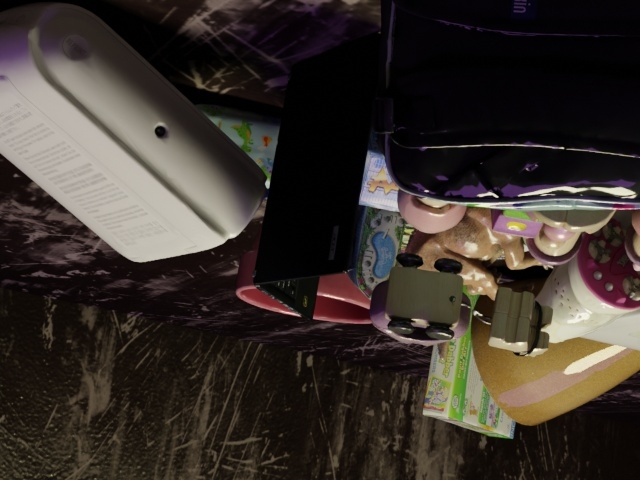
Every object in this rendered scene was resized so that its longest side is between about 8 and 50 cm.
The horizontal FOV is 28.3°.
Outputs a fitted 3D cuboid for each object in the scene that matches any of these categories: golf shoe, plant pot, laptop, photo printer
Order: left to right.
[{"bbox_3d":[-0.233,-0.112,1.308,0.307,0.107,0.256,42,154,-21],"label":"photo printer"},{"bbox_3d":[0.000,0.000,1.649,0.201,0.180,0.201,8,168,2],"label":"plant pot"},{"bbox_3d":[0.021,-0.053,1.281,0.136,0.234,0.264,5,166,21],"label":"laptop"},{"bbox_3d":[0.409,0.149,1.987,0.254,0.237,0.237,-22,149,40],"label":"plant pot"},{"bbox_3d":[0.329,0.020,1.403,0.306,0.115,0.140,-24,163,-47],"label":"golf shoe"}]

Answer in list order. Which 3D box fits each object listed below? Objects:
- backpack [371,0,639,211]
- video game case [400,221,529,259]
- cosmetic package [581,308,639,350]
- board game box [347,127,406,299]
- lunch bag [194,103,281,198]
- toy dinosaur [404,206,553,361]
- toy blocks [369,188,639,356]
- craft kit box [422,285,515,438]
[{"bbox_3d":[0.171,-0.130,0.875,0.253,0.225,0.191,3,-171,8],"label":"backpack"},{"bbox_3d":[0.170,-0.017,1.767,0.232,0.042,0.210,-3,161,43],"label":"video game case"},{"bbox_3d":[0.473,0.073,1.735,0.225,0.138,0.224,15,166,-18],"label":"cosmetic package"},{"bbox_3d":[0.058,-0.039,1.306,0.060,0.194,0.194,11,-177,-3],"label":"board game box"},{"bbox_3d":[-0.110,-0.104,1.488,0.129,0.096,0.151,11,180,-15],"label":"lunch bag"},{"bbox_3d":[0.156,-0.014,1.422,0.200,0.295,0.127,18,-152,-21],"label":"toy dinosaur"},{"bbox_3d":[0.202,-0.016,1.136,0.288,0.309,0.260,9,161,2],"label":"toy blocks"},{"bbox_3d":[0.274,0.199,2.175,0.061,0.250,0.246,3,165,33],"label":"craft kit box"}]
